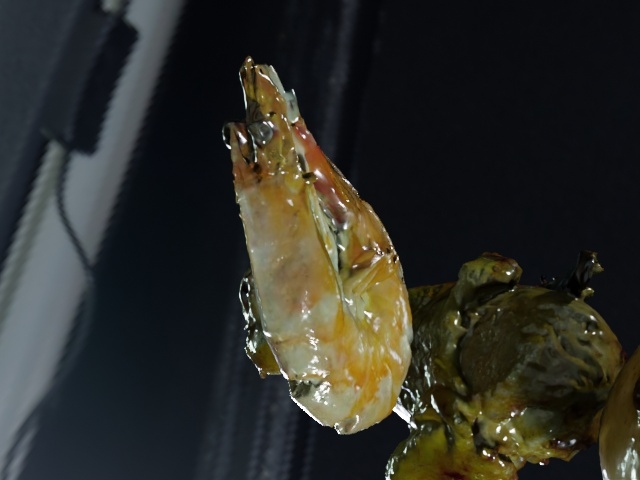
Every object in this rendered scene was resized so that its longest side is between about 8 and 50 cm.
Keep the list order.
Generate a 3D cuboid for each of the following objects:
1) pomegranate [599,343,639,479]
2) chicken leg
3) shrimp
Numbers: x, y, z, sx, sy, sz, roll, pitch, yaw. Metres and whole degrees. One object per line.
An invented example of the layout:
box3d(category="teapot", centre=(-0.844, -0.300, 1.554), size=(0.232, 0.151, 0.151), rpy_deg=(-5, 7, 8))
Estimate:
box3d(category="pomegranate", centre=(0.331, 0.147, 1.209), size=(0.281, 0.281, 0.281), rpy_deg=(-13, -123, 20))
box3d(category="chicken leg", centre=(0.084, 0.116, 1.419), size=(0.361, 0.140, 0.211), rpy_deg=(-5, -116, 40))
box3d(category="shrimp", centre=(-0.001, 0.000, 1.280), size=(0.062, 0.294, 0.154), rpy_deg=(0, -153, 39))
